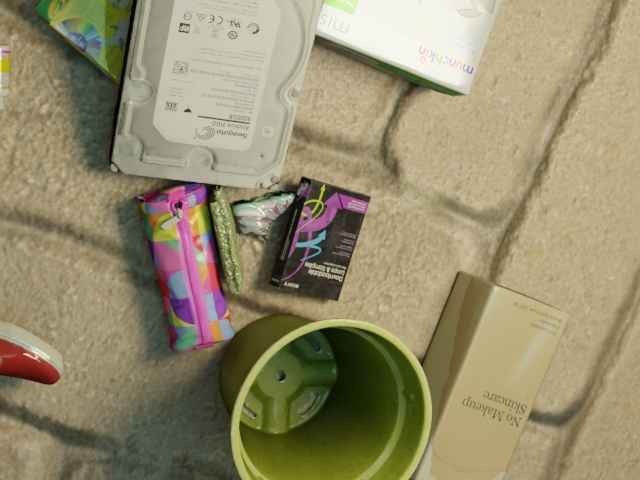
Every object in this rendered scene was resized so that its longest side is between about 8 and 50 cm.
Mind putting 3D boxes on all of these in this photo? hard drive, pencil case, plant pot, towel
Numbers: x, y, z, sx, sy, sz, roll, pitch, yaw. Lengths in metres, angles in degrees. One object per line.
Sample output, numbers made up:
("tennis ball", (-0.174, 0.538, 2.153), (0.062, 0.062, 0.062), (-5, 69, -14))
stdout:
("hard drive", (-0.137, -0.228, 1.786), (0.236, 0.064, 0.339), (7, 125, -13))
("pencil case", (-0.183, 0.035, 1.885), (0.104, 0.104, 0.236), (-16, 106, -16))
("plant pot", (-0.023, 0.214, 1.888), (0.276, 0.254, 0.276), (-4, 102, -19))
("towel", (-0.128, -0.004, 1.891), (0.027, 0.110, 0.148), (-11, 103, -1))

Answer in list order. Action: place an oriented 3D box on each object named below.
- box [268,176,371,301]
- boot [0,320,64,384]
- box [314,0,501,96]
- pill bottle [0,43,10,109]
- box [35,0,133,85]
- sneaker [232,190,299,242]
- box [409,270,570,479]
("box", (0.000, 0.000, 1.960), (0.116, 0.029, 0.162), (13, 97, -40))
("boot", (-0.464, 0.184, 1.779), (0.244, 0.088, 0.176), (21, 56, -15))
("box", (0.107, -0.352, 1.901), (0.262, 0.127, 0.231), (20, 91, -20))
("pill bottle", (-0.425, -0.213, 1.786), (0.043, 0.043, 0.083), (0, 100, -19))
("box", (-0.280, -0.284, 1.825), (0.179, 0.043, 0.105), (41, 86, -23))
("sneaker", (-0.073, -0.030, 1.946), (0.098, 0.038, 0.069), (-12, 107, -10))
("box", (0.231, 0.219, 2.047), (0.148, 0.121, 0.311), (19, 93, -22))
